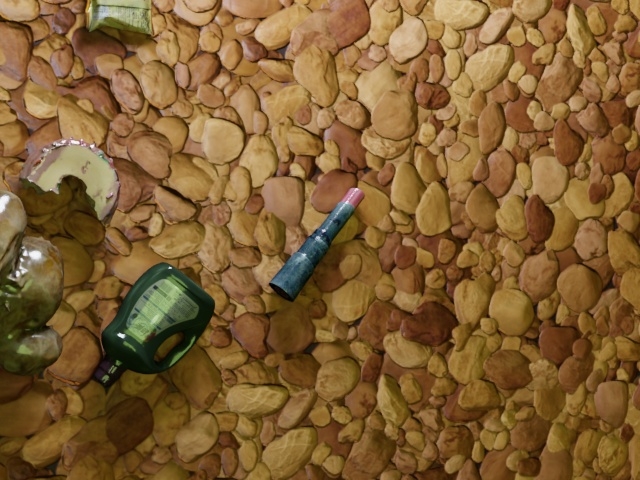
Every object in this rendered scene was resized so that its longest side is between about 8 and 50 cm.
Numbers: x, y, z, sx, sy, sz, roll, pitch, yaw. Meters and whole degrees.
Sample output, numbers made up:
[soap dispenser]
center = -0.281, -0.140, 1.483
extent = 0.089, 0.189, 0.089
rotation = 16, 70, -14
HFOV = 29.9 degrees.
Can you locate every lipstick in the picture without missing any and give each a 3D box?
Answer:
[lipstick]
center = 0.000, 0.000, 2.089
extent = 0.053, 0.053, 0.234
rotation = 42, 75, -19

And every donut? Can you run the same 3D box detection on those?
[donut]
center = -0.391, -0.108, 1.914
extent = 0.166, 0.065, 0.117
rotation = 29, 82, -22

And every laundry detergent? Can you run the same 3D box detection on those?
[laundry detergent]
center = -0.280, 0.154, 1.964
extent = 0.144, 0.078, 0.221
rotation = 41, 76, -23

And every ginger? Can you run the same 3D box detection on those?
[ginger]
center = -0.487, 0.067, 1.804
extent = 0.304, 0.155, 0.244
rotation = 44, 58, -43

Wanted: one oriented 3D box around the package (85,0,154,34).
[package]
center = -0.326, -0.391, 1.949
extent = 0.121, 0.031, 0.108
rotation = -1, 93, -28
